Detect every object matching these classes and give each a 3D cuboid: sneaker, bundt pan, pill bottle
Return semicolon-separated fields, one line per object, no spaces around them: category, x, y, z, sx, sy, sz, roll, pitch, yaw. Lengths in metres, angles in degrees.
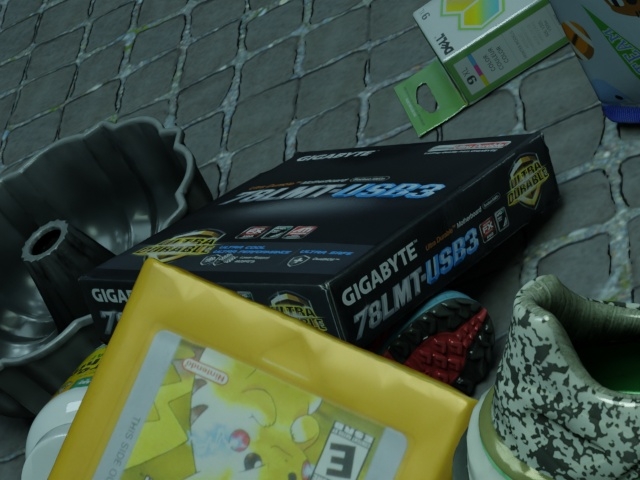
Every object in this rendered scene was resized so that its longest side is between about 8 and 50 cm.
sneaker;0.278;0.101;1.039;0.410;0.182;0.158;3;44;8
bundt pan;-0.226;0.040;1.767;0.331;0.124;0.331;-25;34;18
pill bottle;-0.171;0.161;1.508;0.118;0.117;0.208;-27;9;15
sneaker;0.014;0.126;1.484;0.262;0.104;0.125;-32;23;-7

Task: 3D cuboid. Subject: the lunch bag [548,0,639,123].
lunch bag;0.353;-0.257;1.413;0.239;0.328;0.385;-49;33;-20

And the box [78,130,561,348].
box;0.000;0.000;1.551;0.295;0.073;0.293;0;26;45

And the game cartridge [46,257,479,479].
game cartridge;-0.068;0.207;1.286;0.285;0.053;0.323;22;84;24

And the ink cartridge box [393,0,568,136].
ink cartridge box;0.154;-0.198;1.760;0.209;0.062;0.109;-33;34;7
